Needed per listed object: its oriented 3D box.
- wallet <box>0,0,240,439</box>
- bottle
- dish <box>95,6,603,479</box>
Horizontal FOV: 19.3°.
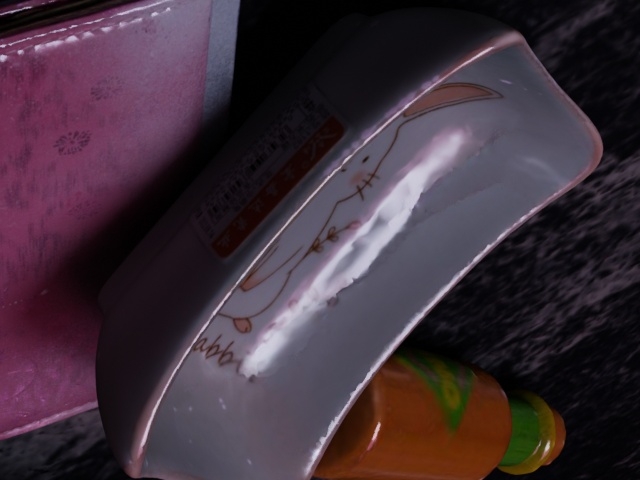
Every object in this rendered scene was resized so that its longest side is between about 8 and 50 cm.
[{"bbox_3d":[-0.093,-0.006,0.718,0.119,0.025,0.232,-19,145,-23],"label":"wallet"},{"bbox_3d":[0.059,0.090,0.938,0.069,0.069,0.187,-48,146,21],"label":"bottle"},{"bbox_3d":[0.000,0.000,0.730,0.212,0.077,0.151,-49,153,4],"label":"dish"}]
